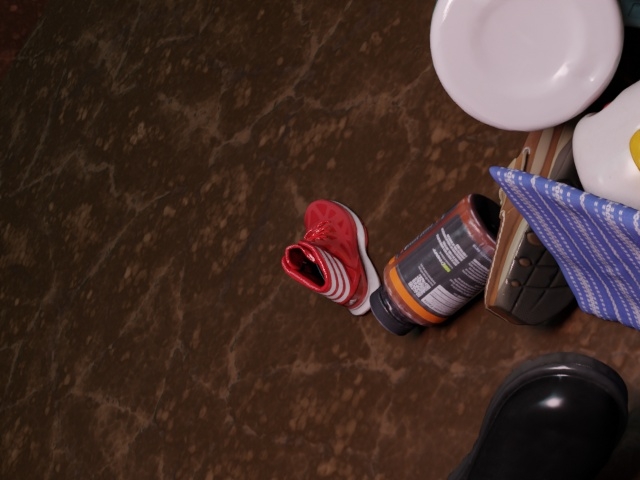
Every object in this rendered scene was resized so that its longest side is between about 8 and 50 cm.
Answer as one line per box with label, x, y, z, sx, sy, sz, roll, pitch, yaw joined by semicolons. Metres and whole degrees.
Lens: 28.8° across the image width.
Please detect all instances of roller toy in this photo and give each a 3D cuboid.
roller toy;0.368;-0.081;1.290;0.146;0.209;0.191;-35;36;32

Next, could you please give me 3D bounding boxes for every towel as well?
towel;0.326;0.045;1.235;0.040;0.243;0.336;-48;34;-10

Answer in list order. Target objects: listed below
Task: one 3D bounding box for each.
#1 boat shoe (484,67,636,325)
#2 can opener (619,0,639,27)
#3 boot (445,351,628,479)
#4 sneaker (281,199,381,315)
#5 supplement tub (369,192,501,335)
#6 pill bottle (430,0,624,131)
boat shoe;0.274;-0.053;1.468;0.120;0.122;0.324;6;65;58
can opener;0.435;-0.272;1.423;0.280;0.093;0.074;24;87;49
boot;0.194;0.303;1.229;0.260;0.131;0.348;-73;6;-53
sneaker;0.000;0.000;1.745;0.087;0.128;0.221;-49;40;17
supplement tub;0.152;0.037;1.560;0.198;0.106;0.106;-41;42;27
pill bottle;0.236;-0.268;1.453;0.204;0.204;0.361;-48;7;20
